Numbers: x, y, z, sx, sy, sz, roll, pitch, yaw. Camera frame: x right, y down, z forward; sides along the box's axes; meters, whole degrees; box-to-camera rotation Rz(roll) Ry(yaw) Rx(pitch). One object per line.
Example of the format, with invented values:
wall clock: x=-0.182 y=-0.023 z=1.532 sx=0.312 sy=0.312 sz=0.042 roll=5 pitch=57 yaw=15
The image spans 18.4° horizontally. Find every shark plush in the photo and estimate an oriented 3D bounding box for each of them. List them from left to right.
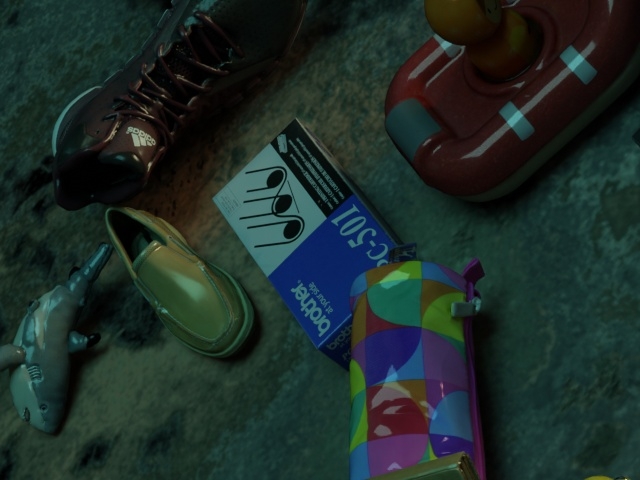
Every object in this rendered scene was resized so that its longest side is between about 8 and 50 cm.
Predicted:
shark plush: x=-0.212 y=0.080 z=1.662 sx=0.067 sy=0.073 sz=0.161 roll=24 pitch=71 yaw=24

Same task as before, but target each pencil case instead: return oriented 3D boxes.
pencil case: x=0.068 y=0.122 z=1.373 sx=0.104 sy=0.104 sz=0.236 roll=-19 pitch=53 yaw=28

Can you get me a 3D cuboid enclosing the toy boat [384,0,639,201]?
toy boat: x=0.132 y=-0.151 z=1.466 sx=0.231 sy=0.151 sz=0.151 roll=-43 pitch=45 yaw=7

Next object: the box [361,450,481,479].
box: x=0.039 y=0.234 z=1.288 sx=0.201 sy=0.164 sz=0.021 roll=-19 pitch=15 yaw=28

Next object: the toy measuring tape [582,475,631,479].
toy measuring tape: x=0.235 y=0.264 z=1.140 sx=0.121 sy=0.121 sz=0.330 roll=-36 pitch=54 yaw=14

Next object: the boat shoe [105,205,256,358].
boat shoe: x=-0.124 y=0.030 z=1.603 sx=0.068 sy=0.072 sz=0.190 roll=-51 pitch=44 yaw=-1

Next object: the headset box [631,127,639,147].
headset box: x=0.254 y=-0.050 z=1.350 sx=0.032 sy=0.083 sz=0.062 roll=-45 pitch=43 yaw=5

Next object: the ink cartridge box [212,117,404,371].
ink cartridge box: x=0.000 y=0.000 z=1.545 sx=0.097 sy=0.046 sz=0.207 roll=-44 pitch=44 yaw=7

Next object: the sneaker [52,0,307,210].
sneaker: x=-0.120 y=-0.115 z=1.644 sx=0.281 sy=0.106 sz=0.162 roll=-43 pitch=17 yaw=20
